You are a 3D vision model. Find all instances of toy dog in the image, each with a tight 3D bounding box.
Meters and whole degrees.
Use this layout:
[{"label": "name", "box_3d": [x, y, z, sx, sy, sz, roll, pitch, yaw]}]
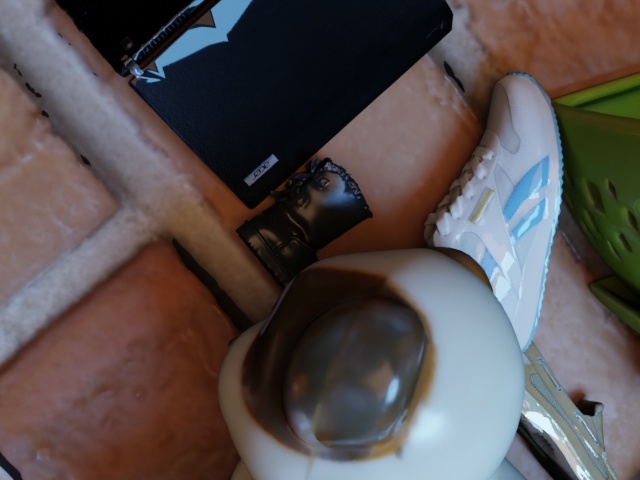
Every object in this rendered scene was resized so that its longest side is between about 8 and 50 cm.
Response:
[{"label": "toy dog", "box_3d": [0.063, 0.208, 0.616, 0.395, 0.284, 0.408, -15, 94, 38]}]

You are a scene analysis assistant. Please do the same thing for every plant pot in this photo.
[{"label": "plant pot", "box_3d": [0.320, -0.027, 0.681, 0.228, 0.227, 0.207, -16, 105, -3]}]

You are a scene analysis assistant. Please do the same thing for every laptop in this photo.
[{"label": "laptop", "box_3d": [-0.068, -0.208, 0.711, 0.234, 0.136, 0.264, -42, 75, 0]}]

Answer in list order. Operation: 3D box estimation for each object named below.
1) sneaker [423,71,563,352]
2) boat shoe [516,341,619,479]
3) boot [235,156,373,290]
[{"label": "sneaker", "box_3d": [0.135, -0.023, 0.726, 0.092, 0.087, 0.228, 6, 95, -4]}, {"label": "boat shoe", "box_3d": [0.220, 0.167, 0.776, 0.072, 0.068, 0.190, -41, 101, -11]}, {"label": "boot", "box_3d": [0.000, 0.000, 0.735, 0.099, 0.045, 0.121, -39, 107, -8]}]
